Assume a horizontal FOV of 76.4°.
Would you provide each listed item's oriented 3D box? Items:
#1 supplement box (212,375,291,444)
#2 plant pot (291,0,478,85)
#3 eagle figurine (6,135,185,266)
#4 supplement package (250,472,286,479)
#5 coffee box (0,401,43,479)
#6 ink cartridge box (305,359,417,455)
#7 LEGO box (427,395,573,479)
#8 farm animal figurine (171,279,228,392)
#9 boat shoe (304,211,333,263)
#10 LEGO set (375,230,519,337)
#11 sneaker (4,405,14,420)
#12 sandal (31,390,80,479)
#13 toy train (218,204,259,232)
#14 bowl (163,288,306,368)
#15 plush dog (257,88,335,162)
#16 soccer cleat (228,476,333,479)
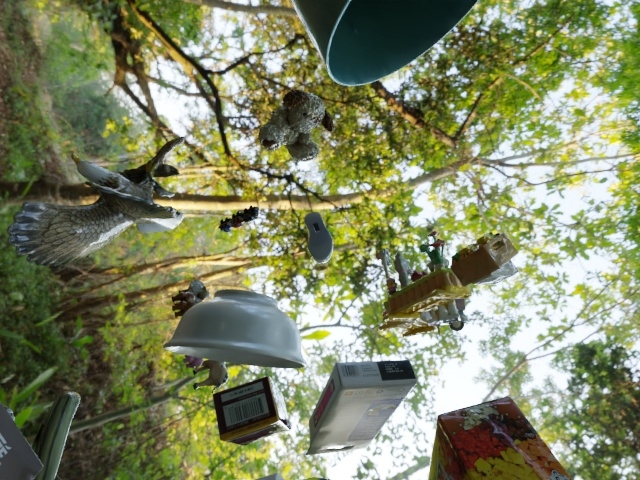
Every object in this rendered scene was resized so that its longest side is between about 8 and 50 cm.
[{"bbox_3d":[-0.123,0.327,0.769,0.188,0.104,0.081,85,-13,-61],"label":"supplement box"},{"bbox_3d":[0.071,-0.407,0.553,0.235,0.293,0.293,58,-33,7],"label":"plant pot"},{"bbox_3d":[-0.378,-0.069,0.754,0.298,0.225,0.226,-98,-152,-56],"label":"eagle figurine"},{"bbox_3d":[-0.224,0.944,1.375,0.293,0.177,0.175,-28,-64,22],"label":"supplement package"},{"bbox_3d":[-0.468,0.218,0.398,0.119,0.297,0.168,-65,143,-66],"label":"coffee box"},{"bbox_3d":[0.080,0.410,0.976,0.069,0.176,0.371,-106,-156,-47],"label":"ink cartridge box"},{"bbox_3d":[0.404,0.670,0.899,0.372,0.193,0.500,-114,-163,-56],"label":"LEGO box"},{"bbox_3d":[-0.382,0.311,1.410,0.327,0.172,0.330,-160,-123,-75],"label":"farm animal figurine"},{"bbox_3d":[0.000,0.000,1.475,0.258,0.095,0.084,-98,172,-48],"label":"boat shoe"},{"bbox_3d":[0.126,0.040,0.491,0.287,0.132,0.107,69,11,-64],"label":"LEGO set"},{"bbox_3d":[-0.660,0.345,0.689,0.098,0.224,0.083,-30,-113,13],"label":"sneaker"},{"bbox_3d":[-0.395,0.381,0.590,0.120,0.086,0.303,-20,-127,45],"label":"sandal"},{"bbox_3d":[-0.197,-0.047,0.973,0.158,0.027,0.036,-17,-109,45],"label":"toy train"},{"bbox_3d":[-0.168,0.187,0.873,0.298,0.298,0.134,-35,-136,58],"label":"bowl"},{"bbox_3d":[-0.080,-0.430,1.448,0.225,0.262,0.210,-31,-120,34],"label":"plush dog"},{"bbox_3d":[-0.079,0.426,0.658,0.121,0.289,0.093,-58,-150,36],"label":"soccer cleat"}]
